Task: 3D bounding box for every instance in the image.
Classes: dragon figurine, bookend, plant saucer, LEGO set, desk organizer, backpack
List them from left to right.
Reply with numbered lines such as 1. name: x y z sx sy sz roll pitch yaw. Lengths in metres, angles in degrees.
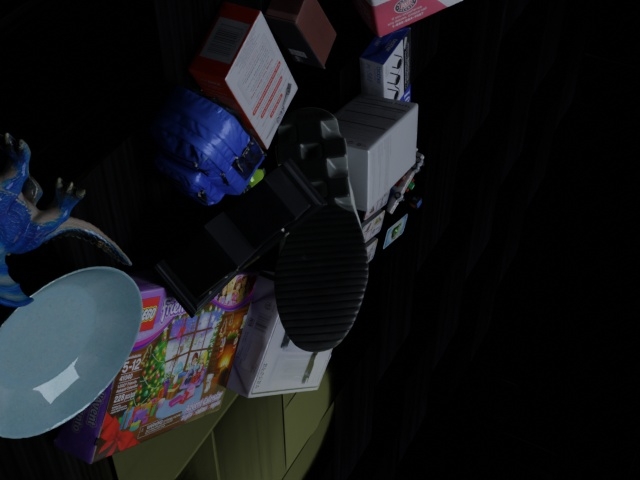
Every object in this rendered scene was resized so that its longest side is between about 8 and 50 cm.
1. dragon figurine: -0.267 0.000 0.775 0.144 0.085 0.289 -64 159 -14
2. plant saucer: -0.259 0.101 0.927 0.195 0.037 0.195 -39 147 -31
3. backpack: -0.125 -0.100 1.025 0.101 0.098 0.120 -60 159 -14
4. bookend: -0.088 -0.007 1.086 0.157 0.072 0.156 -38 -176 19
5. desk organizer: -0.023 -0.268 1.199 0.050 0.047 0.130 -69 160 -8
6. LEGO set: 0.124 -0.066 1.798 0.244 0.060 0.182 -37 149 -43

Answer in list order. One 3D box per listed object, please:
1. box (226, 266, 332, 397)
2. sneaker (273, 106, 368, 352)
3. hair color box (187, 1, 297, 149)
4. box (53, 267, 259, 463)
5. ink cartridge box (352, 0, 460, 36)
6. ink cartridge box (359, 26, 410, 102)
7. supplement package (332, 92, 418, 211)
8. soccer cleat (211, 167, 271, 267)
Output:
1. box: -0.060 0.138 1.434 0.290 0.087 0.169 15 95 -69
2. sneaker: 0.000 0.000 1.289 0.146 0.122 0.330 88 2 -68
3. hair color box: -0.086 -0.187 1.107 0.093 0.053 0.167 -65 158 -15
4. box: -0.185 0.133 1.151 0.293 0.057 0.201 -7 115 -67
5. ink cartridge box: 0.121 -0.416 1.187 0.207 0.117 0.283 -24 152 -2
6. ink cartridge box: 0.108 -0.241 1.558 0.097 0.046 0.207 -56 156 -31
7. supplement package: 0.065 -0.137 1.452 0.179 0.105 0.105 -44 141 -48
8. soccer cleat: -0.103 -0.026 1.224 0.072 0.060 0.179 -37 143 -30
